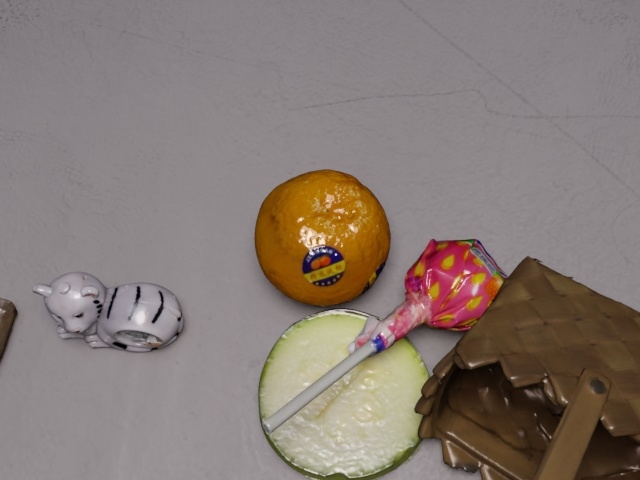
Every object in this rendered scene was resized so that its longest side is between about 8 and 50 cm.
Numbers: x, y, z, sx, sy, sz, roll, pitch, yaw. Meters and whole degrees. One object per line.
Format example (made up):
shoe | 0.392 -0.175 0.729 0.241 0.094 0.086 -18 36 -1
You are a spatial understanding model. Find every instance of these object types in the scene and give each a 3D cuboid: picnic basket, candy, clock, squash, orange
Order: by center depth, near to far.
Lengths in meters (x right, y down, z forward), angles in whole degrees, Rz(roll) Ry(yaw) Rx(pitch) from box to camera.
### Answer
picnic basket | 0.237 0.220 0.816 0.291 0.254 0.321 27 57 15
candy | 0.078 0.115 0.920 0.365 0.124 0.124 -34 66 -29
squash | 0.031 0.190 0.970 0.219 0.041 0.219 0 60 0
clock | -0.263 0.086 0.991 0.176 0.117 0.080 4 64 5
orange | 0.002 -0.002 0.998 0.177 0.155 0.178 0 71 -1

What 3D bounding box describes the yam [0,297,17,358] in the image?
yam | -0.453 0.226 0.975 0.045 0.045 0.327 -8 57 35
